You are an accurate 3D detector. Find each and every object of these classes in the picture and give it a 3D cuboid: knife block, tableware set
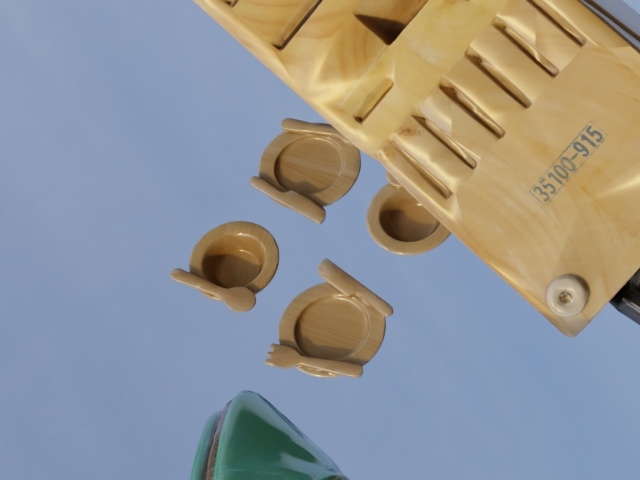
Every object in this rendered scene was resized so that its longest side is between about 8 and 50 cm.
[{"bbox_3d":[0.088,-0.057,0.698,0.275,0.088,0.242,42,-166,4],"label":"knife block"},{"bbox_3d":[0.000,0.000,1.073,0.169,0.141,0.020,-55,-27,-22],"label":"tableware set"}]

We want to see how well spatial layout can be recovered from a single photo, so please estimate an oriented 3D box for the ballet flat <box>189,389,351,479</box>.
[{"bbox_3d":[0.004,0.129,0.493,0.247,0.087,0.083,-84,-24,-54],"label":"ballet flat"}]
